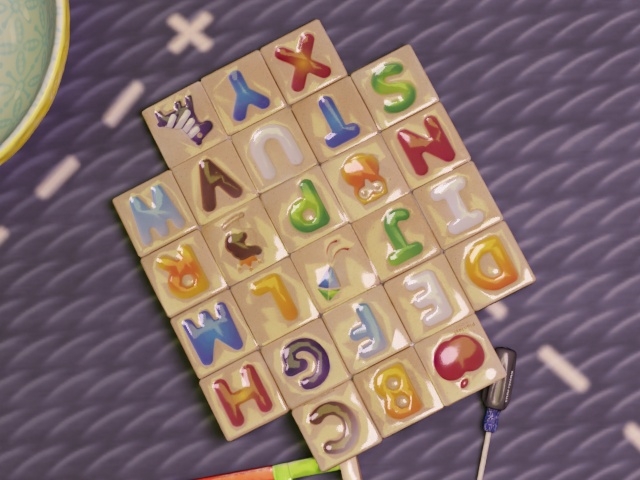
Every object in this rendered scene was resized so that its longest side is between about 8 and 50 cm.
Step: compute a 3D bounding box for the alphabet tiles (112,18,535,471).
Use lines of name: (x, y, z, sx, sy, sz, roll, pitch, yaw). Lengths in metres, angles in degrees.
alphabet tiles: (0.000, 0.000, 1.404, 0.285, 0.011, 0.342, -27, 79, 0)

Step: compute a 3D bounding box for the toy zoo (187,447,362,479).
toy zoo: (-0.095, 0.292, 1.393, 0.293, 0.030, 0.192, -11, 84, 4)

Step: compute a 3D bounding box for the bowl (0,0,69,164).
bowl: (-0.333, -0.163, 1.390, 0.289, 0.156, 0.289, 0, 85, 5)

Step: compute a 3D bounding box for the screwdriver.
screwdriver: (0.135, 0.170, 1.386, 0.024, 0.025, 0.170, 11, 86, 6)
